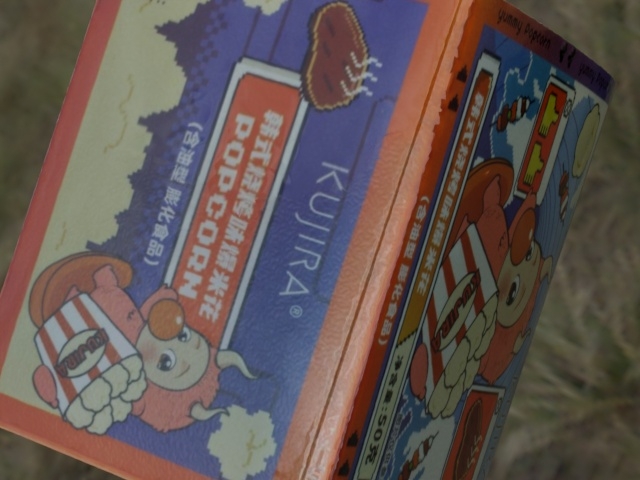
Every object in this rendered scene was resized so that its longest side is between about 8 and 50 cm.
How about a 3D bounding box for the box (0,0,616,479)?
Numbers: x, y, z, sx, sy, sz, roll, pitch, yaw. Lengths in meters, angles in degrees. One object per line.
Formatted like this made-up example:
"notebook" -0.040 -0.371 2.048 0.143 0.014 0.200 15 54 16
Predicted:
"box" 0.000 0.000 1.305 0.256 0.318 0.349 19 90 24
